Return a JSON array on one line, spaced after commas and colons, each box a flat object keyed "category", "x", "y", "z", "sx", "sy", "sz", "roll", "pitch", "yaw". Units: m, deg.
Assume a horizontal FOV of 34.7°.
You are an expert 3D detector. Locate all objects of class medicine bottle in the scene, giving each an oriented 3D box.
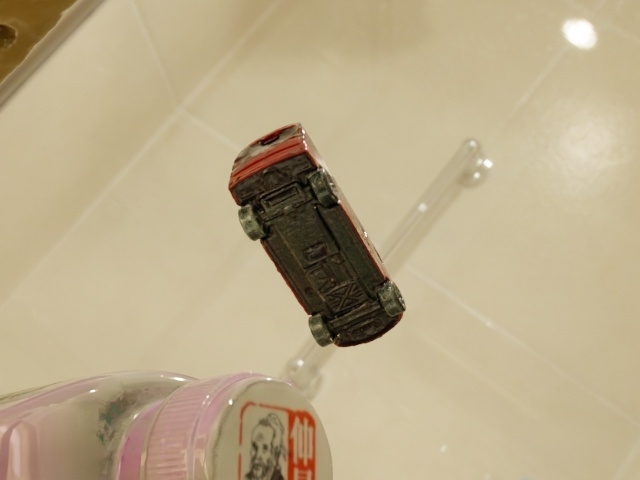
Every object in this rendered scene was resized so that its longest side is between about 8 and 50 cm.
[{"category": "medicine bottle", "x": -0.097, "y": 0.094, "z": 0.389, "sx": 0.219, "sy": 0.078, "sz": 0.115, "roll": -15, "pitch": -20, "yaw": 38}]

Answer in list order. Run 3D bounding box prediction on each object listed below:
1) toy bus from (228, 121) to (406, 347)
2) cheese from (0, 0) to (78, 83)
[{"category": "toy bus", "x": 0.000, "y": 0.000, "z": 0.875, "sx": 0.195, "sy": 0.081, "sz": 0.089, "roll": 58, "pitch": 14, "yaw": -26}, {"category": "cheese", "x": -0.287, "y": -0.303, "z": 0.871, "sx": 0.384, "sy": 0.384, "sz": 0.104, "roll": 73, "pitch": -5, "yaw": -65}]
